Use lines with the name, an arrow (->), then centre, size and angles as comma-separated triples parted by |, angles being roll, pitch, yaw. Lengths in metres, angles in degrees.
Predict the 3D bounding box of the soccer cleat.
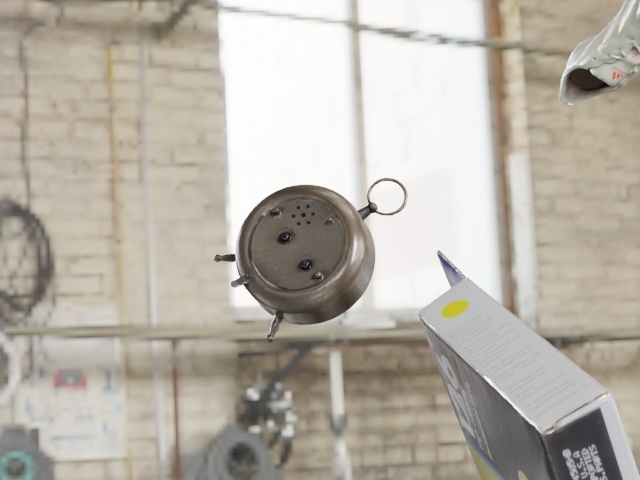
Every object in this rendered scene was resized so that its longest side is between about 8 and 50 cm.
soccer cleat -> 0.289, -0.183, 1.410 | 0.068, 0.076, 0.196 | 35, -29, -7

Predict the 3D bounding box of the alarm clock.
alarm clock -> 0.000, 0.000, 1.448 | 0.192, 0.129, 0.064 | -34, -24, -3

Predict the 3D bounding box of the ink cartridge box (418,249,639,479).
ink cartridge box -> 0.168, 0.191, 1.158 | 0.072, 0.303, 0.307 | -27, 23, -10
